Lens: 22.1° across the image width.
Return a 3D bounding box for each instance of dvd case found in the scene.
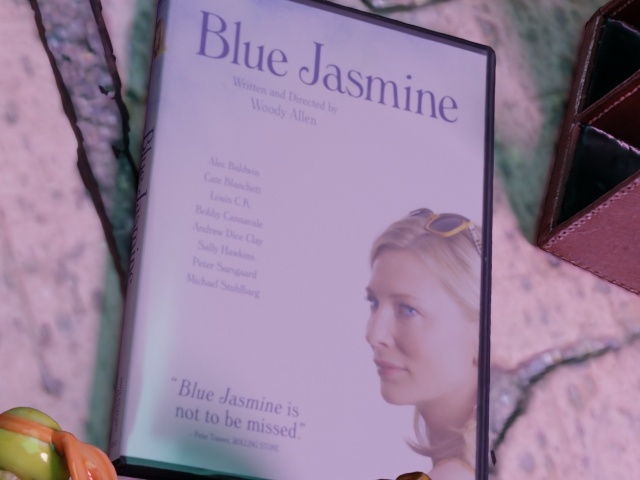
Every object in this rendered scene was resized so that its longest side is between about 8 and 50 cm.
[{"bbox_3d":[0.000,0.000,0.776,0.180,0.022,0.253,12,66,-20],"label":"dvd case"}]

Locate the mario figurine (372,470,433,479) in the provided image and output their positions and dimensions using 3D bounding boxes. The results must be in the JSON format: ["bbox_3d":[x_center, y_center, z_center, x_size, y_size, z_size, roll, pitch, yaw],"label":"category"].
[{"bbox_3d":[0.044,0.266,0.638,0.198,0.170,0.320,-27,91,-17],"label":"mario figurine"}]

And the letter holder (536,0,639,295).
[{"bbox_3d":[0.301,-0.034,0.816,0.302,0.214,0.152,25,62,-15],"label":"letter holder"}]

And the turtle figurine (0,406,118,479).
[{"bbox_3d":[-0.134,0.150,0.619,0.269,0.087,0.217,30,61,-12],"label":"turtle figurine"}]
